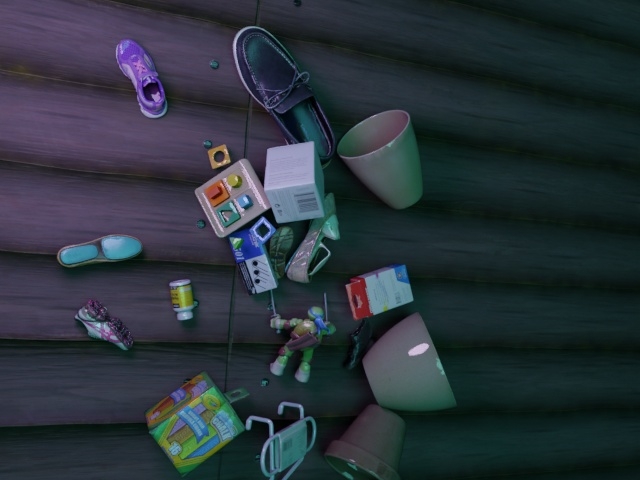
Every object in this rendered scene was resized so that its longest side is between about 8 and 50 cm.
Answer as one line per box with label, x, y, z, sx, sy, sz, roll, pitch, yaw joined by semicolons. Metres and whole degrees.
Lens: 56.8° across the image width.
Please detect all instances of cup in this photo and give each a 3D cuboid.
cup;0.278;0.434;1.970;0.237;0.331;0.330;-22;100;3

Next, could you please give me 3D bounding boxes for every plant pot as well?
plant pot;0.175;0.681;1.969;0.263;0.263;0.229;42;61;-17
plant pot;0.228;-0.245;1.958;0.256;0.256;0.274;-42;123;-14

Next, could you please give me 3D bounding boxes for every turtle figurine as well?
turtle figurine;-0.062;0.302;1.927;0.198;0.275;0.266;7;111;-43

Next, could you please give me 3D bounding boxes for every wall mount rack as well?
wall mount rack;-0.139;0.679;1.847;0.350;0.131;0.303;4;87;-64

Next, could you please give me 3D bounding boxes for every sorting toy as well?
sorting toy;-0.271;-0.132;1.792;0.196;0.047;0.347;-31;78;9

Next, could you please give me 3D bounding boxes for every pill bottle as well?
pill bottle;-0.421;0.181;1.805;0.065;0.065;0.116;-10;95;-20

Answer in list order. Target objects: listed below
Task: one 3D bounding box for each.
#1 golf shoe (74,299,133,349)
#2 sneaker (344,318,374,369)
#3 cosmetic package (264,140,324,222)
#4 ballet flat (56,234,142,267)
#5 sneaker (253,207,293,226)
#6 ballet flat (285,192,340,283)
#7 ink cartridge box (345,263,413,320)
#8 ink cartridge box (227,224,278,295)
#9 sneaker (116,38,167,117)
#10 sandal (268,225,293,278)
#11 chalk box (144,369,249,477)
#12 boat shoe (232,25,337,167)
golf shoe;-0.633;0.259;1.737;0.086;0.067;0.186;-38;106;12
sneaker;0.122;0.355;2.026;0.170;0.051;0.089;-43;105;-19
cosmetic package;-0.075;-0.175;1.780;0.152;0.183;0.151;-8;138;8
ballet flat;-0.640;0.029;1.716;0.233;0.073;0.080;-7;86;-26
sneaker;-0.109;-0.115;1.906;0.228;0.130;0.087;-13;123;9
ballet flat;0.000;0.000;1.928;0.106;0.107;0.315;26;90;20
ink cartridge box;0.190;0.176;2.027;0.231;0.078;0.134;-16;97;-19
ink cartridge box;-0.213;0.062;1.870;0.097;0.046;0.206;-18;99;8
sneaker;-0.514;-0.478;1.724;0.095;0.104;0.236;-27;100;-16
sandal;-0.137;0.036;1.919;0.072;0.049;0.180;8;104;-15
chalk box;-0.354;0.525;1.785;0.289;0.180;0.179;-35;104;-17
boat shoe;-0.099;-0.448;1.855;0.187;0.156;0.499;-33;102;-14
